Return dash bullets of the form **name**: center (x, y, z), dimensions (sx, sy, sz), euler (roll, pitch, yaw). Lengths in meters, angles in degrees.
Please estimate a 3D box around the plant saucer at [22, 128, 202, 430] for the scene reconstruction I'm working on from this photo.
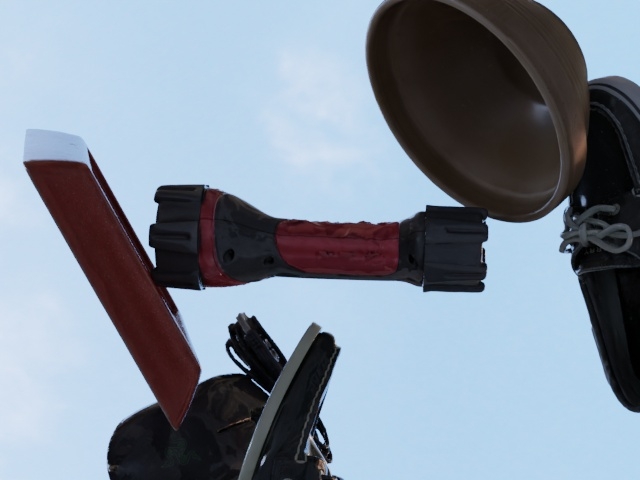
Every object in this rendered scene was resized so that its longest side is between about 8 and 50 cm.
- **plant saucer**: center (-0.181, 0.017, 1.297), dimensions (0.047, 0.258, 0.259), euler (-28, -76, -4)

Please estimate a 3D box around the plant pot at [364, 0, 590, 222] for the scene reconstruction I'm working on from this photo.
- **plant pot**: center (0.160, -0.143, 1.299), dimensions (0.109, 0.237, 0.237), euler (-39, -76, -26)

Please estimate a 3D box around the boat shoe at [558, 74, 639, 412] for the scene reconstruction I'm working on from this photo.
- **boat shoe**: center (0.268, 0.003, 1.304), dimensions (0.105, 0.113, 0.306), euler (-9, -91, -41)

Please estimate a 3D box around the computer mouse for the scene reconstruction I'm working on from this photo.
- **computer mouse**: center (-0.098, 0.186, 1.465), dimensions (0.272, 0.072, 0.188), euler (-26, -98, -47)

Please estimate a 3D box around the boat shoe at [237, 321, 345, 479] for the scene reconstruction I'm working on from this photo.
- **boat shoe**: center (-0.027, 0.246, 1.294), dimensions (0.113, 0.127, 0.340), euler (20, -98, 6)

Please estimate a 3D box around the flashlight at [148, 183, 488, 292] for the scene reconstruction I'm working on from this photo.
- **flashlight**: center (0.000, 0.000, 1.325), dimensions (0.304, 0.103, 0.103), euler (1, -64, 5)
